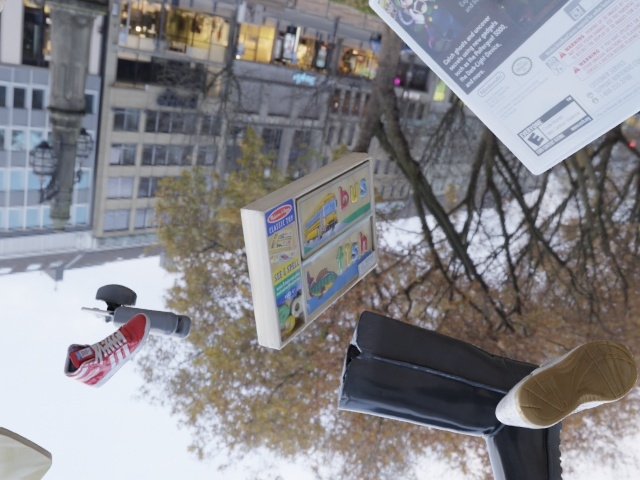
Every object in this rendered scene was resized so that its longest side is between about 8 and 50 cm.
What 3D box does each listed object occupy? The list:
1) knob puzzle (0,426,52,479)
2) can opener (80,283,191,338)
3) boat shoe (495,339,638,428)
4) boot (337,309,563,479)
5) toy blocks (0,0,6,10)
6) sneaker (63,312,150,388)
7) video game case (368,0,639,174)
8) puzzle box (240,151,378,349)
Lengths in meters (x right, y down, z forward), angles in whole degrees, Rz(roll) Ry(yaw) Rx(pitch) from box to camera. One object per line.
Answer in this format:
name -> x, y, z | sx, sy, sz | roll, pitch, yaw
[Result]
knob puzzle -> -0.380, 0.236, 0.600 | 0.213, 0.213, 0.030 | 3, -144, -27
can opener -> -0.376, 0.137, 1.193 | 0.283, 0.095, 0.076 | 1, 164, 34
boat shoe -> 0.399, 0.233, 0.959 | 0.277, 0.098, 0.096 | -10, 162, -26
boot -> 0.245, 0.365, 1.173 | 0.445, 0.146, 0.367 | 19, -119, -5
toy blocks -> -0.273, -0.236, 0.473 | 0.054, 0.123, 0.148 | 2, -154, -42
sneaker -> -0.276, 0.136, 0.753 | 0.042, 0.118, 0.067 | 37, 174, 34
video game case -> 0.136, -0.145, 0.339 | 0.173, 0.190, 0.022 | 45, -122, -2
puzzle box -> 0.000, 0.000, 1.178 | 0.052, 0.272, 0.409 | 8, -154, 31
